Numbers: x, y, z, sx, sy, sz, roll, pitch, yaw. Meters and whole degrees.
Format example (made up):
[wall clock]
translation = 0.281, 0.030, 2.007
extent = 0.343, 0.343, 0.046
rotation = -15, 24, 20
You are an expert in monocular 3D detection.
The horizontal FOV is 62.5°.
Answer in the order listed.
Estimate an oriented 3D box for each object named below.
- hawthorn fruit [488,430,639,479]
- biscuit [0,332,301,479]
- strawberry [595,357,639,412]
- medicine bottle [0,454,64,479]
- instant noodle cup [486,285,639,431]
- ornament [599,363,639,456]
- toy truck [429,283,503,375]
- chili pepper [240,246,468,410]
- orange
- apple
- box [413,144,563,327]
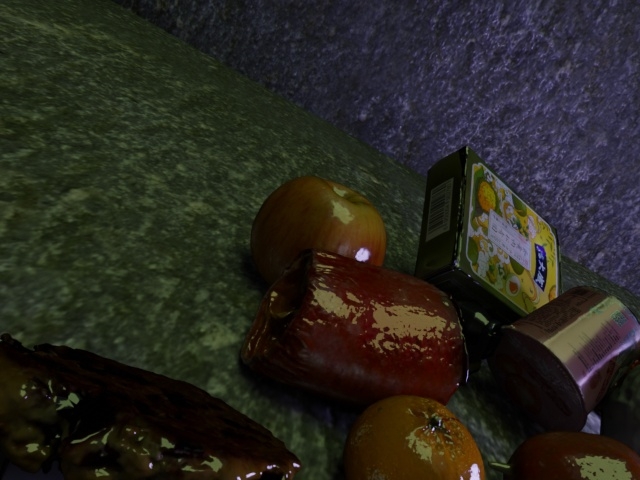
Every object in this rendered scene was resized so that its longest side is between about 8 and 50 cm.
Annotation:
[hawthorn fruit]
translation = 0.376, 0.384, 0.808
extent = 0.251, 0.199, 0.199
rotation = 15, 22, 0
[biscuit]
translation = -0.178, 0.190, 0.530
extent = 0.334, 0.081, 0.289
rotation = 29, -10, -29
[strawberry]
translation = 0.860, 0.355, 1.300
extent = 0.292, 0.310, 0.292
rotation = 30, 21, -13
[medicine bottle]
translation = -0.197, 0.279, 0.458
extent = 0.201, 0.052, 0.171
rotation = 22, 23, -23
[instant noodle cup]
translation = 0.508, 0.229, 1.094
extent = 0.231, 0.243, 0.243
rotation = -29, 54, -22
[ornament]
translation = 0.705, 0.387, 1.005
extent = 0.337, 0.337, 0.337
rotation = 26, 22, -11
[toy truck]
translation = 0.257, 0.176, 1.104
extent = 0.147, 0.165, 0.224
rotation = 5, 31, -48
[chili pepper]
translation = 0.056, 0.137, 0.850
extent = 0.305, 0.229, 0.251
rotation = 23, 59, -18
[orange]
translation = 0.123, 0.293, 0.689
extent = 0.193, 0.161, 0.193
rotation = 29, 24, -14
[apple]
translation = 0.000, 0.000, 1.069
extent = 0.286, 0.233, 0.286
rotation = 25, 21, -10
[box]
translation = 0.429, 0.032, 1.312
extent = 0.420, 0.138, 0.373
rotation = 35, 50, -25
